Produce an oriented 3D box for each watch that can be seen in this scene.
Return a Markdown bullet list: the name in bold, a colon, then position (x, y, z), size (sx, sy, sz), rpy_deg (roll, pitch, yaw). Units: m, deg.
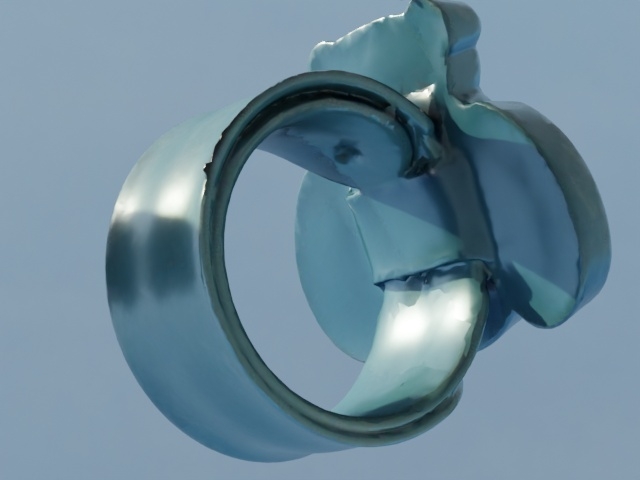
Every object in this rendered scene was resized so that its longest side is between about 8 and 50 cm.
- **watch**: position (0.000, 0.000, 0.848), size (0.193, 0.211, 0.211), rpy_deg (-20, -114, -37)
